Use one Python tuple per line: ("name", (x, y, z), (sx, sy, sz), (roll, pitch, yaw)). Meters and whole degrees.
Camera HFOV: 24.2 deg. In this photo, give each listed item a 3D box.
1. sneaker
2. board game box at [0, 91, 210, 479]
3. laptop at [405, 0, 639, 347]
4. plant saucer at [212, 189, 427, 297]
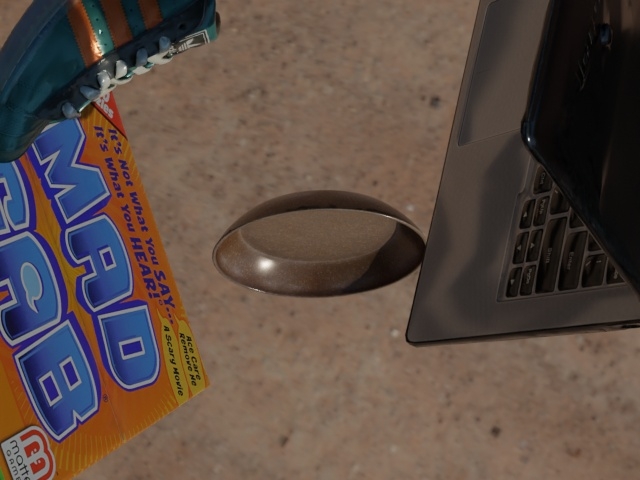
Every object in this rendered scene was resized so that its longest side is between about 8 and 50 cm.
("sneaker", (-0.146, -0.166, 1.137), (0.121, 0.108, 0.302), (38, 89, -6))
("board game box", (-0.391, 0.068, 1.487), (0.356, 0.356, 0.356), (-30, 104, -62))
("laptop", (0.120, -0.160, 0.886), (0.236, 0.408, 0.382), (22, 73, -27))
("plant saucer", (0.000, 0.000, 1.373), (0.199, 0.199, 0.036), (18, 58, -36))
